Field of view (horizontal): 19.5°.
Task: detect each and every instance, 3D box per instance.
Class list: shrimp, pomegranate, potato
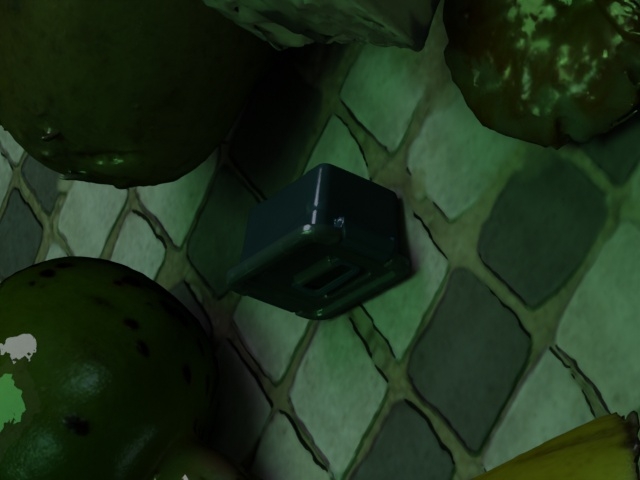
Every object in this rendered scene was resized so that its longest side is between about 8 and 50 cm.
[{"bbox_3d":[0.150,-0.174,0.904,0.154,0.062,0.294,51,129,35],"label":"shrimp"},{"bbox_3d":[-0.131,0.117,1.139,0.248,0.202,0.202,34,113,20],"label":"pomegranate"},{"bbox_3d":[-0.109,-0.215,1.134,0.269,0.219,0.359,-119,42,-61],"label":"potato"}]

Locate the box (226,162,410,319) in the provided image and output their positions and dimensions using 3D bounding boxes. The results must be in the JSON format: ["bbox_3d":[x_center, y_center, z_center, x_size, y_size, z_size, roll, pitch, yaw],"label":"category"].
[{"bbox_3d":[0.000,0.000,1.065,0.099,0.074,0.054,-30,45,48],"label":"box"}]

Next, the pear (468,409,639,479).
[{"bbox_3d":[0.055,0.188,0.760,0.267,0.178,0.266,2,-90,-83],"label":"pear"}]

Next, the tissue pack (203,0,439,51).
[{"bbox_3d":[-0.001,-0.287,0.920,0.125,0.242,0.343,8,75,41],"label":"tissue pack"}]
